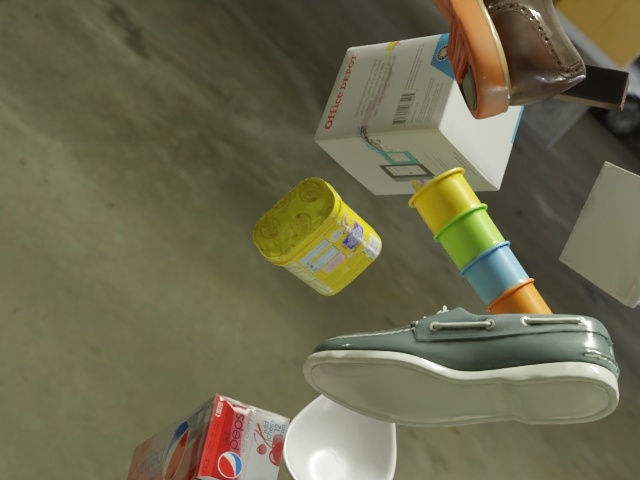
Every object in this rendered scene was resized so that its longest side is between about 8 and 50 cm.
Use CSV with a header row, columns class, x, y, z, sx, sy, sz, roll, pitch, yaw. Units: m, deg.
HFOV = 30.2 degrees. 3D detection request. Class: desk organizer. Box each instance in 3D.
class,x,y,z,sx,sy,sz,roll,pitch,yaw
desk organizer,0.347,-0.211,1.598,0.130,0.047,0.050,14,-1,18

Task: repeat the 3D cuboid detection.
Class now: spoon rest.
class,x,y,z,sx,sy,sz,roll,pitch,yaw
spoon rest,0.042,0.213,1.444,0.137,0.084,0.276,25,40,3

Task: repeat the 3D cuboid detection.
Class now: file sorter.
class,x,y,z,sx,sy,sz,roll,pitch,yaw
file sorter,0.563,0.011,1.998,0.173,0.193,0.278,22,9,-16

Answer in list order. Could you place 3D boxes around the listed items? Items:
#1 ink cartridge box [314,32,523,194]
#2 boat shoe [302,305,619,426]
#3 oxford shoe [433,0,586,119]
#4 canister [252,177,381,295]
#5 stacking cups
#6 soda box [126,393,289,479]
class,x,y,z,sx,sy,sz,roll,pitch,yaw
ink cartridge box,0.170,-0.210,2.024,0.270,0.198,0.197,0,-28,42
boat shoe,0.143,0.123,1.221,0.116,0.319,0.099,74,22,-47
oxford shoe,0.181,-0.302,1.274,0.130,0.132,0.364,83,-6,-71
canister,0.000,0.000,1.606,0.073,0.126,0.170,52,7,32
stacking cups,0.247,0.051,1.666,0.316,0.096,0.096,57,20,11
soda box,-0.129,0.241,1.240,0.083,0.263,0.092,22,61,-19
